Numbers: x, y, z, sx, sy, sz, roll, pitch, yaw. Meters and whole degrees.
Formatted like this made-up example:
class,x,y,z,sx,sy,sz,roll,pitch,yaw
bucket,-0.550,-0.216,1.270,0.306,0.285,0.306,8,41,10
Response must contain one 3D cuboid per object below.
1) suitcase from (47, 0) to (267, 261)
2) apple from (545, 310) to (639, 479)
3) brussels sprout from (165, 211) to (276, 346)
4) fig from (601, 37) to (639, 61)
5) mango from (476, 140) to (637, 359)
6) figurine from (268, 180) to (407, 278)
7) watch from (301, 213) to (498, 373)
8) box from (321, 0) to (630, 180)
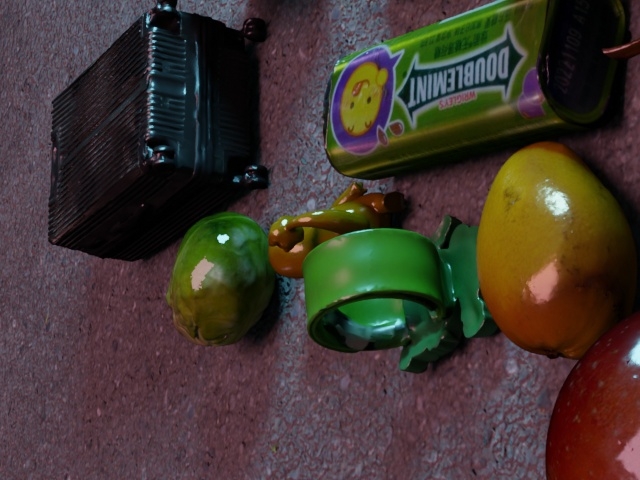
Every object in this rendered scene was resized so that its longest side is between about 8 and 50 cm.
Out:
class,x,y,z,sx,sy,sz,roll,pitch,yaw
suitcase,-0.210,-0.125,1.959,0.335,0.152,0.230,-31,54,53
apple,0.260,0.151,1.041,0.201,0.218,0.218,28,104,41
brussels sprout,-0.109,0.044,1.765,0.155,0.117,0.155,-179,90,-78
fig,0.286,-0.221,1.243,0.146,0.133,0.201,-77,-8,-61
mango,0.193,0.003,1.309,0.145,0.112,0.219,-54,27,35
figurine,-0.004,0.000,1.604,0.176,0.122,0.121,-19,66,53
watch,0.067,0.036,1.453,0.165,0.152,0.131,-38,46,48
box,0.131,-0.143,1.459,0.345,0.097,0.134,-9,71,57
